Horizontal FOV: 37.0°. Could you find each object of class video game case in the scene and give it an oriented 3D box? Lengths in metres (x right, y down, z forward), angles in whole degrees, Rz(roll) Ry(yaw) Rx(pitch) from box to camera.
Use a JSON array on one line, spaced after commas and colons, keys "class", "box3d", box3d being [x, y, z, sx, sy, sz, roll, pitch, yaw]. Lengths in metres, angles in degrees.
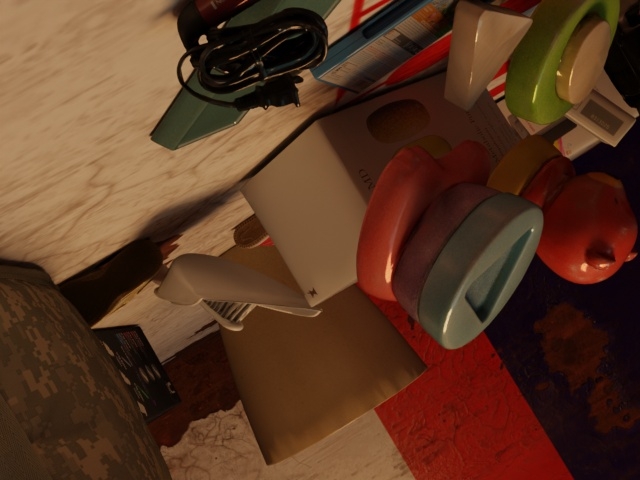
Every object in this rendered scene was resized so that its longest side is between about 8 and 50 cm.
[{"class": "video game case", "box3d": [0.077, -0.160, 0.678, 0.166, 0.015, 0.119, -32, 174, 16]}]

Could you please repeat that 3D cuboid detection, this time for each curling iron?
[{"class": "curling iron", "box3d": [0.043, -0.149, 0.416, 0.274, 0.035, 0.068, -37, 131, 20]}]

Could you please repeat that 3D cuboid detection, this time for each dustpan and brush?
[{"class": "dustpan and brush", "box3d": [-0.117, 0.045, 0.933, 0.147, 0.211, 0.060, 9, 106, -42]}]

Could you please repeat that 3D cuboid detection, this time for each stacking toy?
[{"class": "stacking toy", "box3d": [0.184, -0.056, 0.770, 0.309, 0.130, 0.280, -23, 139, -47]}]

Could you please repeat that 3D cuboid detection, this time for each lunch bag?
[{"class": "lunch bag", "box3d": [-0.218, 0.149, 0.694, 0.168, 0.235, 0.287, -30, 175, -12]}]

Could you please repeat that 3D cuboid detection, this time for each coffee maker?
[{"class": "coffee maker", "box3d": [0.388, -0.224, 1.003, 0.178, 0.171, 0.120, -29, -154, 4]}]

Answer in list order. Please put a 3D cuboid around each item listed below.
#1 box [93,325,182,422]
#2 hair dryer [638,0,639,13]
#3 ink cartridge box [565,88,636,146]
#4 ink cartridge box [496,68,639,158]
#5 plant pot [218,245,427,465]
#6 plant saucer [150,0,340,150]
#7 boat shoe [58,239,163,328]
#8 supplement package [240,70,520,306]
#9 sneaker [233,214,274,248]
[{"class": "box", "box3d": [-0.321, 0.223, 1.346, 0.165, 0.143, 0.270, -31, 176, 2]}, {"class": "hair dryer", "box3d": [0.352, -0.274, 0.696, 0.223, 0.080, 0.293, -47, -174, -3]}, {"class": "ink cartridge box", "box3d": [0.290, -0.169, 1.121, 0.045, 0.145, 0.179, -55, 176, 16]}, {"class": "ink cartridge box", "box3d": [0.315, -0.154, 1.488, 0.306, 0.131, 0.226, -31, 175, -15]}, {"class": "plant pot", "box3d": [-0.033, 0.123, 1.319, 0.256, 0.274, 0.256, -31, 174, -3]}, {"class": "plant saucer", "box3d": [-0.038, -0.104, 0.543, 0.067, 0.018, 0.192, -27, 175, -34]}, {"class": "boat shoe", "box3d": [-0.202, 0.051, 0.887, 0.135, 0.050, 0.045, -32, 172, -7]}, {"class": "supplement package", "box3d": [0.071, -0.058, 0.923, 0.244, 0.139, 0.134, -28, 174, -43]}, {"class": "sneaker", "box3d": [-0.041, -0.026, 1.135, 0.118, 0.042, 0.067, -25, 173, 20]}]
